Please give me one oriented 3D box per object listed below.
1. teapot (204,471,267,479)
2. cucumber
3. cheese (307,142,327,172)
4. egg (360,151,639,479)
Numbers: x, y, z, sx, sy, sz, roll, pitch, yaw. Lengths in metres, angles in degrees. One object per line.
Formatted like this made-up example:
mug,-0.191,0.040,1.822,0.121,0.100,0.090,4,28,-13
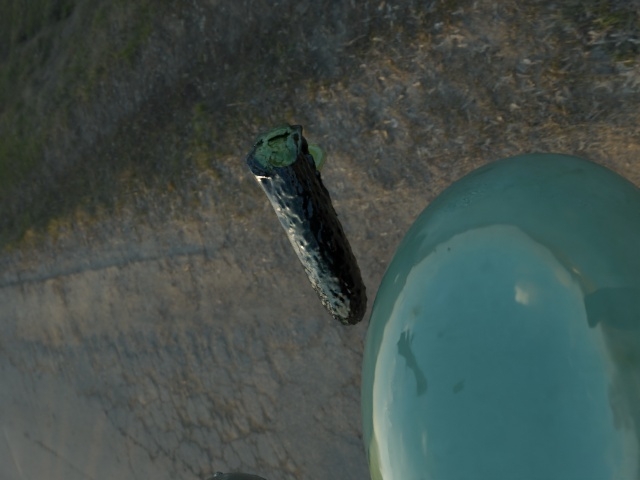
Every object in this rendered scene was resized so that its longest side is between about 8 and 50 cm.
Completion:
teapot,-0.119,0.511,0.915,0.233,0.312,0.314,-33,85,7
cucumber,0.000,0.001,0.621,0.067,0.067,0.245,7,130,49
cheese,-0.024,-0.072,0.683,0.030,0.044,0.083,-139,71,-81
egg,0.171,0.118,0.483,0.276,0.276,0.388,-8,69,51
